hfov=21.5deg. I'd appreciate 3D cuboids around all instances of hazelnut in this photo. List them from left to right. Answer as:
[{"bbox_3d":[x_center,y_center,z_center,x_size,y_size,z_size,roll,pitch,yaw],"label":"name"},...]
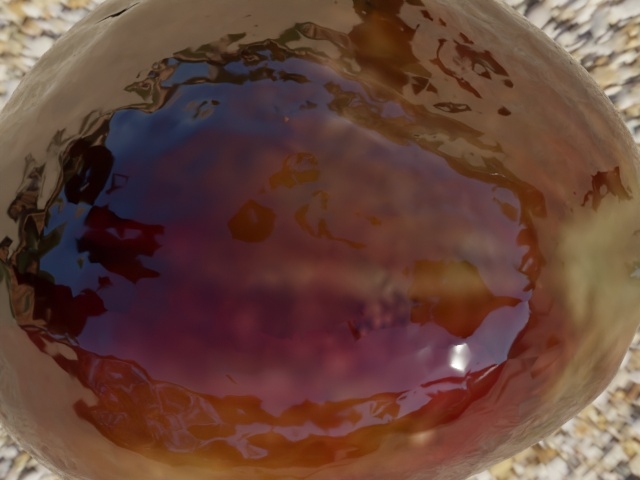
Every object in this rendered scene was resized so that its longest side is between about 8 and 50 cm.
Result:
[{"bbox_3d":[0.000,0.000,1.006,0.421,0.421,0.352,13,108,0],"label":"hazelnut"}]
